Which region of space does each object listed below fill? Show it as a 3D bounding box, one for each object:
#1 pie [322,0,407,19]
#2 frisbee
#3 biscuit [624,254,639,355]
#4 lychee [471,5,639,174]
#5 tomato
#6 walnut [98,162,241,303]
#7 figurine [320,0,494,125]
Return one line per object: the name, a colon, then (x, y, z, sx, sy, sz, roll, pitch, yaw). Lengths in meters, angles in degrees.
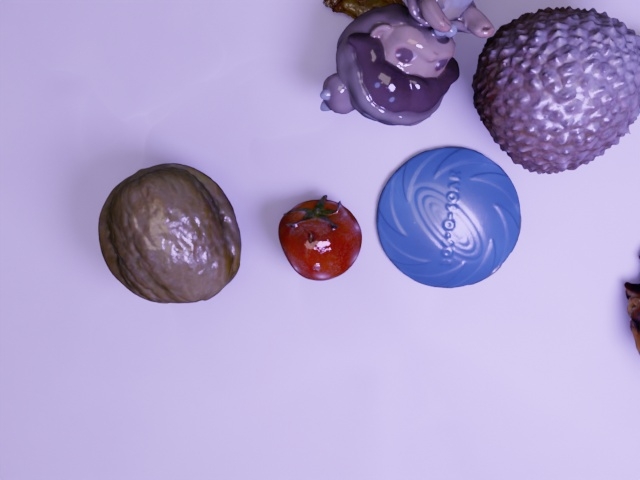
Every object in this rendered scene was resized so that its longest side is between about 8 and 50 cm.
pie: (0.105, -0.443, 1.168, 0.191, 0.033, 0.088, 31, 91, -3)
frisbee: (0.255, -0.041, 1.206, 0.289, 0.049, 0.290, 1, 99, 4)
biscuit: (0.727, 0.143, 1.133, 0.289, 0.081, 0.334, -15, 67, 13)
lychee: (0.405, -0.261, 1.043, 0.299, 0.300, 0.300, 1, 98, 4)
tomato: (0.000, 0.000, 1.186, 0.167, 0.167, 0.167, 1, 98, 4)
walnut: (-0.284, -0.008, 1.162, 0.282, 0.227, 0.283, -1, 97, -8)
figurine: (0.159, -0.353, 1.039, 0.248, 0.203, 0.381, -1, 142, -31)
